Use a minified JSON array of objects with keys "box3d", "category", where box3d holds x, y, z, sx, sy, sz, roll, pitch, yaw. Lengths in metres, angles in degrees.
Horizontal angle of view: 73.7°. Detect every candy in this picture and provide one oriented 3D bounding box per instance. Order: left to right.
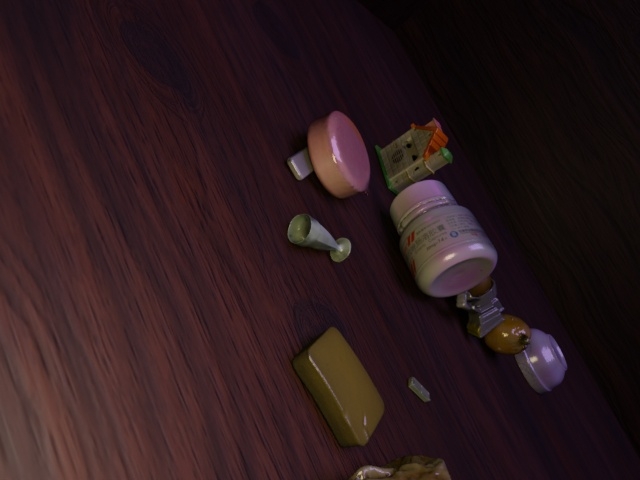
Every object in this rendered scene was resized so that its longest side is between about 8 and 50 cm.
[{"box3d":[0.059,-0.236,1.218,0.255,0.094,0.255,36,46,-49],"category":"candy"}]

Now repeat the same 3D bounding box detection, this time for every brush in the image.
[{"box3d":[0.036,0.273,0.803,0.197,0.059,0.123,58,33,2],"category":"brush"}]

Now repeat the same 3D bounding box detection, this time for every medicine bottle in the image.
[{"box3d":[0.375,-0.011,1.359,0.256,0.256,0.324,24,37,-44],"category":"medicine bottle"}]

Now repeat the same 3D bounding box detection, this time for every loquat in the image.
[{"box3d":[0.694,0.350,1.581,0.172,0.204,0.149,12,91,-22],"category":"loquat"}]

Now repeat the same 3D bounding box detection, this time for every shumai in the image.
[{"box3d":[0.111,0.406,0.664,0.185,0.184,0.218,50,44,-17],"category":"shumai"}]

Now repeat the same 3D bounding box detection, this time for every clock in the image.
[{"box3d":[0.360,-0.326,1.621,0.106,0.255,0.219,24,45,-44],"category":"clock"}]

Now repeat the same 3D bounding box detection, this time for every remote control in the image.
[{"box3d":[-0.026,-0.234,1.204,0.067,0.029,0.261,60,31,-13],"category":"remote control"}]

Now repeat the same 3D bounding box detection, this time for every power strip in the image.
[{"box3d":[0.246,0.372,1.059,0.083,0.017,0.027,48,33,-17],"category":"power strip"}]

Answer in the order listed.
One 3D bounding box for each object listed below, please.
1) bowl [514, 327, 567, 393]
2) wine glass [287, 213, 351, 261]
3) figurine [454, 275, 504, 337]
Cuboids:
[{"box3d":[0.966,0.508,1.865,0.287,0.144,0.287,37,35,-33],"category":"bowl"},{"box3d":[0.000,0.000,0.990,0.155,0.073,0.073,31,40,-44],"category":"wine glass"},{"box3d":[0.531,0.167,1.517,0.285,0.167,0.342,60,9,-13],"category":"figurine"}]
